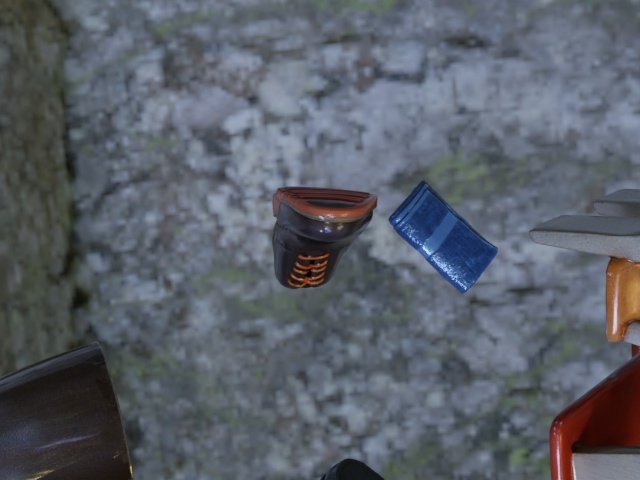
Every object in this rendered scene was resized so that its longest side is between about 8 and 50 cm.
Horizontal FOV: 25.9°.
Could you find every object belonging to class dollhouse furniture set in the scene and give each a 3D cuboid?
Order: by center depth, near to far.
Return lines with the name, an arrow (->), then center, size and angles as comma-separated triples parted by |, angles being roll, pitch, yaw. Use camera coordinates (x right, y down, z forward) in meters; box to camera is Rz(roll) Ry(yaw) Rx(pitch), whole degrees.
dollhouse furniture set -> 0.190, 0.097, 0.776 | 0.135, 0.262, 0.259 | 5, -165, 35

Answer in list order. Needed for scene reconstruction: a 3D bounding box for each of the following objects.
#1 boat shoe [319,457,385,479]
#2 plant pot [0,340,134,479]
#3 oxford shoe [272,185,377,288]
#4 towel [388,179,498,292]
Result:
boat shoe -> 0.042, 0.137, 0.569 | 0.048, 0.042, 0.133 | -4, -139, -34
plant pot -> -0.327, 0.235, 1.456 | 0.230, 0.215, 0.215 | -11, -166, -16
oxford shoe -> 0.000, 0.000, 1.341 | 0.096, 0.098, 0.271 | 5, 179, -4
towel -> 0.133, -0.003, 1.508 | 0.067, 0.119, 0.029 | -49, -172, -26
